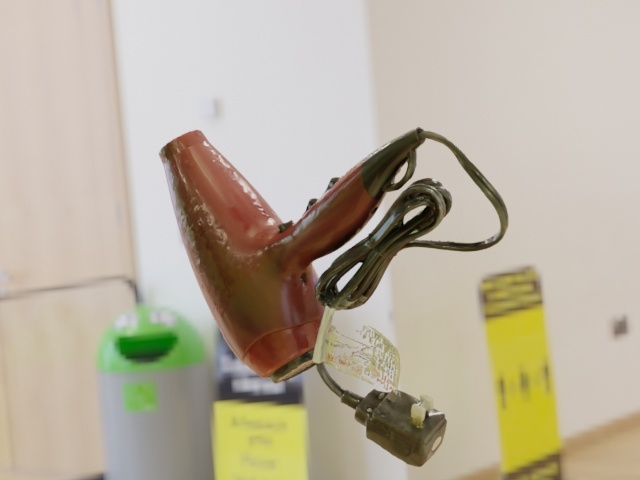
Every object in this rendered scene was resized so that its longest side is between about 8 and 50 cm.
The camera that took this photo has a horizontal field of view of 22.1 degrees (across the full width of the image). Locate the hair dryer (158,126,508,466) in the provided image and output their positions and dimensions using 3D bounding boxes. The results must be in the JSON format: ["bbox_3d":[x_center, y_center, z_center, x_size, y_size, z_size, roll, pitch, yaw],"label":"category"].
[{"bbox_3d":[0.000,0.000,1.126,0.293,0.224,0.080,25,23,32],"label":"hair dryer"}]
